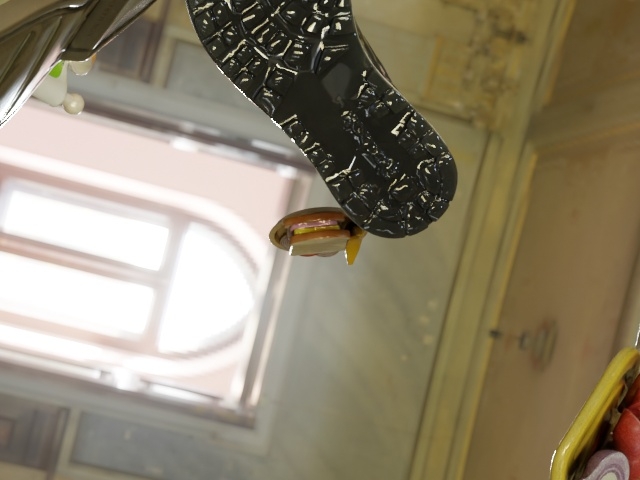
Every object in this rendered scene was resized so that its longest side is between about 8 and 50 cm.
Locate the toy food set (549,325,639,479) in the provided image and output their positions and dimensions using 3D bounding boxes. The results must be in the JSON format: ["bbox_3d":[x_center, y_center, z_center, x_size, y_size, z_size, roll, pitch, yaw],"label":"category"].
[{"bbox_3d":[0.173,0.133,0.788,0.218,0.071,0.128,-48,153,-40],"label":"toy food set"}]

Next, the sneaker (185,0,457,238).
[{"bbox_3d":[-0.016,-0.132,0.983,0.107,0.283,0.124,-31,-156,1],"label":"sneaker"}]

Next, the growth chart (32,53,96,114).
[{"bbox_3d":[-0.198,-0.220,1.012,0.172,0.021,0.237,17,80,-59],"label":"growth chart"}]

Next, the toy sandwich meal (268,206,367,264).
[{"bbox_3d":[0.000,0.000,1.082,0.085,0.085,0.029,125,-37,-61],"label":"toy sandwich meal"}]

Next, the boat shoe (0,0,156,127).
[{"bbox_3d":[-0.160,-0.120,0.660,0.111,0.104,0.307,-45,-176,29],"label":"boat shoe"}]
